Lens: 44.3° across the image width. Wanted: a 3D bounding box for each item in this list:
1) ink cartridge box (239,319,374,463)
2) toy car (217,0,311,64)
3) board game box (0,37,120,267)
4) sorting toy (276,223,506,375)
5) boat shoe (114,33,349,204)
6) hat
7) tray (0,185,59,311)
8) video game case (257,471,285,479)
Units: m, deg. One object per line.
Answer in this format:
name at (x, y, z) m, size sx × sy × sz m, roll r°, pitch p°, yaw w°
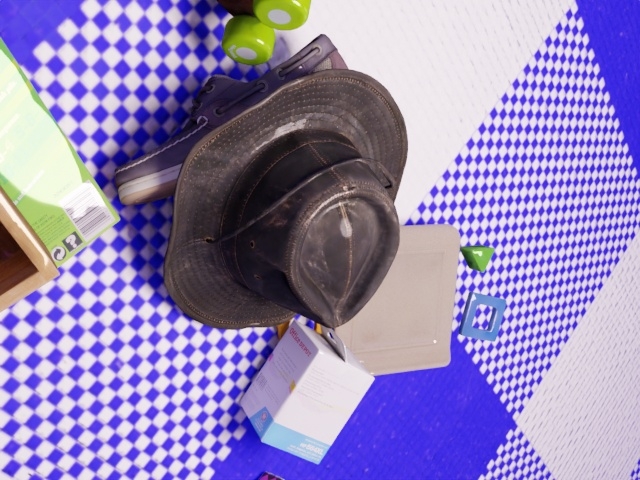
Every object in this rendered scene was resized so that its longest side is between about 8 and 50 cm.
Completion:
ink cartridge box at (-0.012, 0.171, 0.934) m, size 0.090 × 0.092 × 0.143 m, roll 31°, pitch 95°, yaw -28°
toy car at (-0.103, -0.282, 0.731) m, size 0.188 × 0.149 × 0.155 m, roll 18°, pitch 68°, yaw -24°
board game box at (-0.293, -0.083, 0.686) m, size 0.124 × 0.039 × 0.259 m, roll -42°, pitch 128°, yaw -23°
sorting toy at (0.094, 0.076, 1.045) m, size 0.347 × 0.047 × 0.196 m, roll -3°, pitch 100°, yaw -25°
boat shoe at (-0.090, -0.127, 0.812) m, size 0.285 × 0.103 × 0.092 m, roll -29°, pitch 95°, yaw -17°
hat at (0.000, 0.000, 0.810) m, size 0.331 × 0.134 × 0.331 m, roll -27°, pitch 141°, yaw -24°
tray at (-0.390, -0.084, 0.554) m, size 0.203 × 0.076 × 0.411 m, roll -34°, pitch 124°, yaw -13°
video game case at (-0.095, 0.445, 0.977) m, size 0.232 × 0.042 × 0.210 m, roll -43°, pitch 128°, yaw -38°
